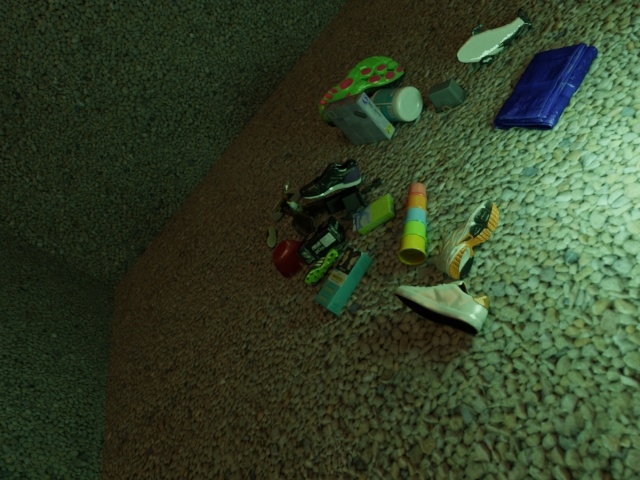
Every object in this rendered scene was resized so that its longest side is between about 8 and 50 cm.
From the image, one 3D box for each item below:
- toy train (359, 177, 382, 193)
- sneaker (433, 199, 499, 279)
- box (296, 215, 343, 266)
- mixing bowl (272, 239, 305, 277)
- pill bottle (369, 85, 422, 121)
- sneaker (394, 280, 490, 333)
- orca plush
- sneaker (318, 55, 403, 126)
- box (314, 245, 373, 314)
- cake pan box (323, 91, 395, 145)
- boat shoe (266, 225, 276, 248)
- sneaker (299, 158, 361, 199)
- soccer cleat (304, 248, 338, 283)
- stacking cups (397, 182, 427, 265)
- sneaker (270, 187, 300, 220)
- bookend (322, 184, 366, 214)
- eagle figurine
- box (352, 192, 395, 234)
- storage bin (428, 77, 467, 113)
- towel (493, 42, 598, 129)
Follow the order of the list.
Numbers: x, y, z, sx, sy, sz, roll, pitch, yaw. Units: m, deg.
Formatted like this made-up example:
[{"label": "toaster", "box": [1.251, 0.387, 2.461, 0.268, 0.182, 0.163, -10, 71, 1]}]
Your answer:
[{"label": "toy train", "box": [0.195, -0.222, 1.920, 0.158, 0.027, 0.036, -30, 35, 32]}, {"label": "sneaker", "box": [0.427, -0.015, 1.359, 0.263, 0.099, 0.121, -55, 27, -6]}, {"label": "box", "box": [0.000, 0.000, 1.864, 0.180, 0.077, 0.147, -39, 13, 22]}, {"label": "mixing bowl", "box": [-0.148, 0.064, 2.016, 0.181, 0.098, 0.182, -32, 37, 28]}, {"label": "pill bottle", "box": [0.322, -0.608, 2.022, 0.146, 0.146, 0.264, -56, 32, -5]}, {"label": "sneaker", "box": [0.348, 0.166, 1.288, 0.290, 0.106, 0.123, 17, 66, 47]}, {"label": "orca plush", "box": [0.679, -0.806, 1.803, 0.287, 0.151, 0.102, -42, 2, 22]}, {"label": "sneaker", "box": [0.197, -0.746, 2.267, 0.482, 0.202, 0.185, -33, 76, -2]}, {"label": "box", "box": [0.085, 0.146, 1.670, 0.244, 0.060, 0.100, -57, 32, -6]}, {"label": "cake pan box", "box": [0.172, -0.547, 2.064, 0.266, 0.245, 0.070, 5, 59, 55]}, {"label": "boat shoe", "box": [-0.249, -0.011, 2.274, 0.042, 0.048, 0.133, 119, 154, -46]}, {"label": "sneaker", "box": [0.033, -0.281, 1.979, 0.282, 0.124, 0.107, -20, 39, -5]}, {"label": "soccer cleat", "box": [0.001, 0.105, 1.829, 0.179, 0.060, 0.072, -46, 22, -1]}, {"label": "stacking cups", "box": [0.322, -0.064, 1.555, 0.096, 0.096, 0.317, -25, 37, 37]}, {"label": "sneaker", "box": [-0.189, -0.203, 2.359, 0.212, 0.080, 0.094, -45, 21, 15]}, {"label": "bookend", "box": [0.096, -0.151, 1.848, 0.156, 0.073, 0.157, -25, 16, 3]}, {"label": "eagle figurine", "box": [-0.078, -0.136, 2.083, 0.298, 0.225, 0.227, 18, 116, 27]}, {"label": "box", "box": [0.206, -0.098, 1.768, 0.178, 0.042, 0.109, -31, 37, 31]}, {"label": "storage bin", "box": [0.502, -0.583, 1.818, 0.135, 0.091, 0.098, -9, 52, 49]}, {"label": "towel", "box": [0.721, -0.501, 1.470, 0.308, 0.076, 0.227, -57, 33, -6]}]
